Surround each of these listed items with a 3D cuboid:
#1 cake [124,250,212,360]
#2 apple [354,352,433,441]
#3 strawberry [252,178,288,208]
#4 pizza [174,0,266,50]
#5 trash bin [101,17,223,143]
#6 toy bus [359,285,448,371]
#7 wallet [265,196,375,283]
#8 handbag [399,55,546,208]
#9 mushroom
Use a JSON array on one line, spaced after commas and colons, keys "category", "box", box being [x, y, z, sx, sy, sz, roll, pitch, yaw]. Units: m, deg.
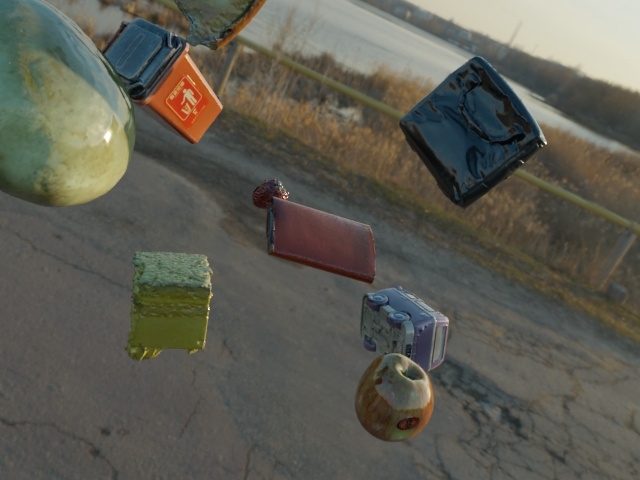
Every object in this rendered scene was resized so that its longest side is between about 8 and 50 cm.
[{"category": "cake", "box": [-0.434, 0.200, 1.802, 0.227, 0.286, 0.222, 4, 21, -15]}, {"category": "apple", "box": [0.133, 0.278, 1.131, 0.146, 0.131, 0.146, 16, 28, -9]}, {"category": "strawberry", "box": [-0.136, -0.120, 1.664, 0.083, 0.096, 0.083, 44, 29, -31]}, {"category": "pizza", "box": [-0.135, -0.314, 0.660, 0.195, 0.185, 0.052, 32, 5, -13]}, {"category": "trash bin", "box": [-0.327, -0.320, 1.297, 0.184, 0.161, 0.239, 31, -8, 28]}, {"category": "toy bus", "box": [0.187, 0.203, 1.460, 0.142, 0.142, 0.202, -8, 22, -24]}, {"category": "wallet", "box": [0.000, 0.000, 1.145, 0.204, 0.045, 0.142, 16, 42, -20]}, {"category": "handbag", "box": [0.323, -0.231, 1.360, 0.088, 0.244, 0.275, 19, 36, -51]}, {"category": "mushroom", "box": [-0.439, -0.208, 0.950, 0.352, 0.260, 0.352, 51, 12, -16]}]
